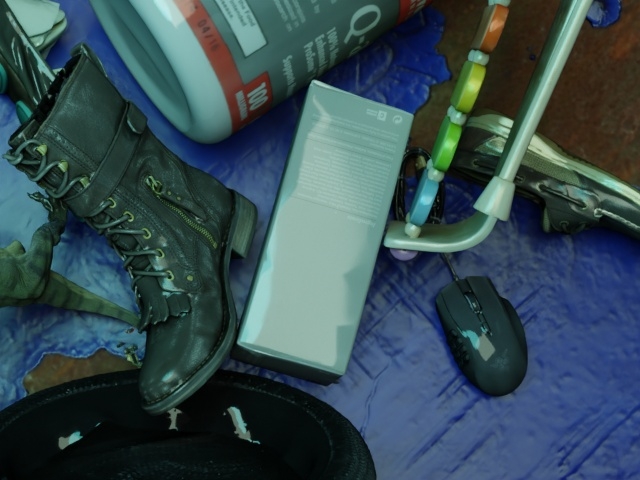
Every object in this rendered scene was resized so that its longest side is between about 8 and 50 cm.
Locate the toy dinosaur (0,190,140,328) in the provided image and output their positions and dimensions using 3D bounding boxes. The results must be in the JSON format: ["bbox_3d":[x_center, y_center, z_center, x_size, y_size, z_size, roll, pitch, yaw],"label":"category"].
[{"bbox_3d":[-0.247,0.008,1.152,0.064,0.268,0.118,-19,72,28],"label":"toy dinosaur"}]

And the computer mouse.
[{"bbox_3d":[0.125,0.026,1.269,0.071,0.041,0.242,-22,82,-9],"label":"computer mouse"}]

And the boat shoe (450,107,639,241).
[{"bbox_3d":[0.221,-0.039,1.276,0.223,0.080,0.073,31,86,7],"label":"boat shoe"}]

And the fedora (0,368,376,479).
[{"bbox_3d":[-0.125,0.227,1.125,0.334,0.334,0.152,0,113,-6],"label":"fedora"}]

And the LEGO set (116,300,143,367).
[{"bbox_3d":[-0.153,0.075,1.230,0.083,0.023,0.054,-34,99,-43],"label":"LEGO set"}]

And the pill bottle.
[{"bbox_3d":[-0.010,-0.261,1.220,0.363,0.210,0.210,-35,85,-13],"label":"pill bottle"}]

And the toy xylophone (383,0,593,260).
[{"bbox_3d":[0.143,-0.127,1.147,0.081,0.236,0.322,20,91,1],"label":"toy xylophone"}]

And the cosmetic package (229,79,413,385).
[{"bbox_3d":[0.000,0.000,1.217,0.107,0.127,0.238,19,76,-3],"label":"cosmetic package"}]

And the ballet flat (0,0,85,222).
[{"bbox_3d":[-0.250,-0.146,1.241,0.096,0.095,0.280,-37,96,-22],"label":"ballet flat"}]

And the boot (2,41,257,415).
[{"bbox_3d":[-0.168,-0.011,1.145,0.229,0.091,0.263,41,40,-30],"label":"boot"}]
